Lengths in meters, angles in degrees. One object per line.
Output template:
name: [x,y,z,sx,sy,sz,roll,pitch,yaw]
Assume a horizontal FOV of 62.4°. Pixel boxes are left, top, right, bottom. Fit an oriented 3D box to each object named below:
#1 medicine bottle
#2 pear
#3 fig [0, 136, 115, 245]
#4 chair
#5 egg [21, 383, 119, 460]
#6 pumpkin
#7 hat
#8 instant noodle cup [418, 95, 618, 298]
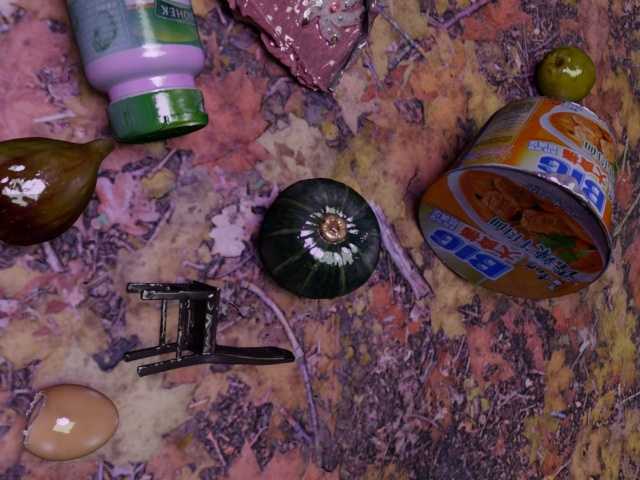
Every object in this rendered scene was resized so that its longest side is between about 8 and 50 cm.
medicine bottle: [-0.207,-0.249,0.582,0.134,0.133,0.274,-17,100,-32]
pear: [0.486,-0.326,1.047,0.131,0.107,0.107,11,84,-44]
fig: [-0.286,-0.065,0.548,0.155,0.103,0.109,-44,135,-16]
chair: [-0.127,0.104,0.663,0.213,0.084,0.101,2,93,-33]
egg: [-0.268,0.197,0.571,0.096,0.080,0.080,25,77,-30]
pumpkin: [0.000,0.000,0.718,0.167,0.125,0.167,11,62,-21]
hat: [0.006,-0.376,0.733,0.237,0.107,0.286,42,73,-36]
instant noodle cup: [0.331,-0.077,0.855,0.296,0.296,0.214,48,57,-23]
